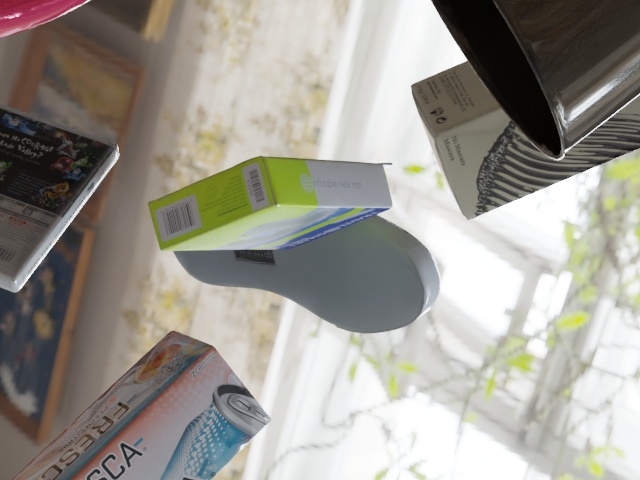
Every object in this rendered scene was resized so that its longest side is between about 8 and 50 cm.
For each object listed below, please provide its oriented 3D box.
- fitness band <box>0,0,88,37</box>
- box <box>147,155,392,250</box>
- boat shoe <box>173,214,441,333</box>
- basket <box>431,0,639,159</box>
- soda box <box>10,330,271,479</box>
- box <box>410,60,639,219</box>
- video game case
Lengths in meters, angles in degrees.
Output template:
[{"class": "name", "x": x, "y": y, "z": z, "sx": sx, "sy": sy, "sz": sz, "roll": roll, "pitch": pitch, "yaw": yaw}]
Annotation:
[{"class": "fitness band", "x": -0.166, "y": -0.204, "z": 0.897, "sx": 0.054, "sy": 0.209, "sz": 0.291, "roll": 48, "pitch": 167, "yaw": 5}, {"class": "box", "x": -0.028, "y": -0.026, "z": 1.086, "sx": 0.109, "sy": 0.042, "sz": 0.178, "roll": -21, "pitch": 169, "yaw": 32}, {"class": "boat shoe", "x": 0.001, "y": 0.004, "z": 1.291, "sx": 0.105, "sy": 0.113, "sz": 0.306, "roll": -26, "pitch": -160, "yaw": -39}, {"class": "basket", "x": 0.183, "y": -0.183, "z": 0.855, "sx": 0.204, "sy": 0.227, "sz": 0.154, "roll": 58, "pitch": 178, "yaw": 36}, {"class": "soda box", "x": -0.118, "y": 0.135, "z": 0.814, "sx": 0.063, "sy": 0.183, "sz": 0.058, "roll": 54, "pitch": 161, "yaw": -24}, {"class": "box", "x": 0.231, "y": -0.132, "z": 1.349, "sx": 0.275, "sy": 0.113, "sz": 0.094, "roll": -24, "pitch": -144, "yaw": 4}, {"class": "video game case", "x": -0.298, "y": -0.050, "z": 1.277, "sx": 0.190, "sy": 0.022, "sz": 0.173, "roll": 19, "pitch": -128, "yaw": 15}]
